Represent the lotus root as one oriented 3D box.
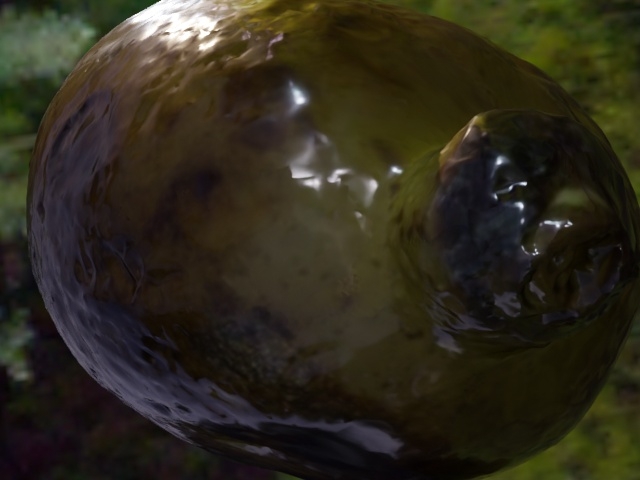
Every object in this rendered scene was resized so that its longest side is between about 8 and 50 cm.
[{"bbox_3d":[0.000,0.000,0.535,0.314,0.169,0.141,-167,94,-75],"label":"lotus root"}]
